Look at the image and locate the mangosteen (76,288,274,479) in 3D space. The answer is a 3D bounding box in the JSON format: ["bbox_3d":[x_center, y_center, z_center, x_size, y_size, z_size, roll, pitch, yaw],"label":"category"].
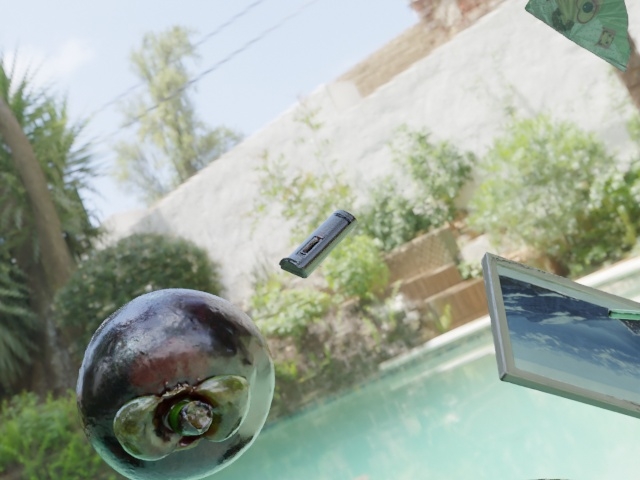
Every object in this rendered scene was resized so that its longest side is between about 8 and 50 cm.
[{"bbox_3d":[-0.145,0.156,0.974,0.216,0.216,0.216,-24,-6,-3],"label":"mangosteen"}]

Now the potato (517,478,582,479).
[{"bbox_3d":[0.152,0.231,0.653,0.176,0.137,0.137,-19,-9,-35],"label":"potato"}]

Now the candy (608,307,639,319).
[{"bbox_3d":[0.346,0.069,0.785,0.202,0.061,0.061,4,-9,-4],"label":"candy"}]

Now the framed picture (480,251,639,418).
[{"bbox_3d":[0.403,0.151,1.356,0.335,0.247,0.022,18,-50,-13],"label":"framed picture"}]

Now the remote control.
[{"bbox_3d":[0.000,0.000,0.839,0.091,0.034,0.016,-46,-36,-37],"label":"remote control"}]

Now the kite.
[{"bbox_3d":[0.365,-0.313,1.100,0.250,0.229,0.012,-17,29,1],"label":"kite"}]
